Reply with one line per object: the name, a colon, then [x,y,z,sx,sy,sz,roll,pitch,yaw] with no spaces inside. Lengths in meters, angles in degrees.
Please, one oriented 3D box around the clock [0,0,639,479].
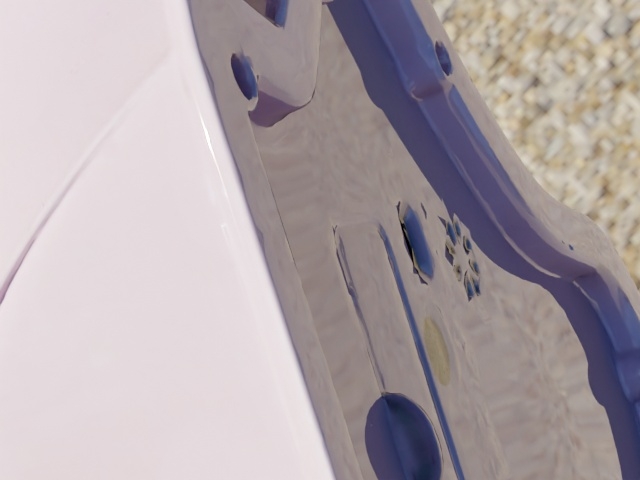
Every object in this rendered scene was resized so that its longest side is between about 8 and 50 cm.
clock: [0.000,0.000,0.453,0.275,0.080,0.290,-20,92,-70]
